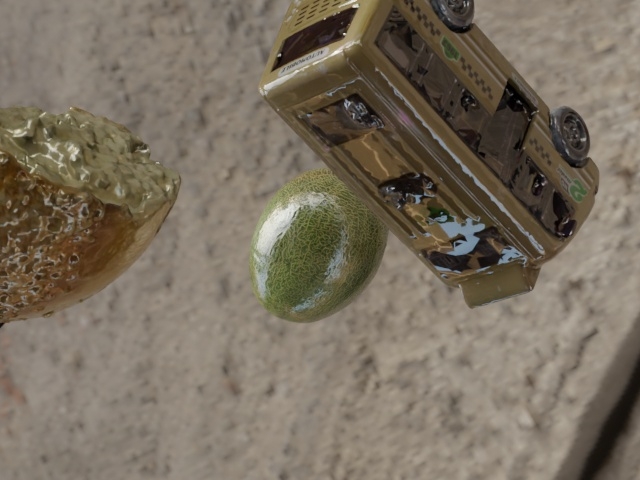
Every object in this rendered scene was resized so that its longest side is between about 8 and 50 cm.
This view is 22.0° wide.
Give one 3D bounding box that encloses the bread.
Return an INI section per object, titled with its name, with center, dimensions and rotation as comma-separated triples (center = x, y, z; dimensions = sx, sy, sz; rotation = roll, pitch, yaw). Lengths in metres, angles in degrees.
[bread]
center = -0.281, -0.041, 1.178
dimensions = 0.314, 0.171, 0.192
rotation = 33, 111, -12

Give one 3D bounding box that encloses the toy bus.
[toy bus]
center = 0.093, -0.086, 1.327
dimensions = 0.139, 0.157, 0.289
rotation = -17, 127, 42

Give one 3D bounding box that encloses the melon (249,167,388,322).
[melon]
center = 0.000, 0.000, 1.766
dimensions = 0.139, 0.139, 0.192
rotation = 38, 108, 30

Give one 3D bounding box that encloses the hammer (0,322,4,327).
[hammer]
center = -0.333, 0.055, 1.921
dimensions = 0.021, 0.178, 0.065
rotation = 13, 144, 49
